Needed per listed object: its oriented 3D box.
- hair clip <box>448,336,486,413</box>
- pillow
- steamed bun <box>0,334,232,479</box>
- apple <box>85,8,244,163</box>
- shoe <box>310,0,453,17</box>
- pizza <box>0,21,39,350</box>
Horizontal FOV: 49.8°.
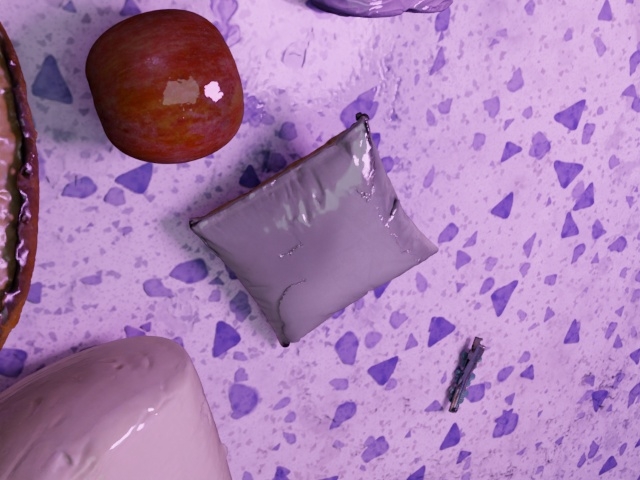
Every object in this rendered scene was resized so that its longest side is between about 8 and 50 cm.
[{"bbox_3d":[0.303,0.278,1.425,0.049,0.049,0.172,7,111,-33],"label":"hair clip"},{"bbox_3d":[0.000,0.000,1.064,0.310,0.119,0.312,-33,127,1],"label":"pillow"},{"bbox_3d":[-0.337,0.364,0.907,0.456,0.290,0.371,-46,132,-45],"label":"steamed bun"},{"bbox_3d":[-0.192,-0.186,0.851,0.174,0.188,0.188,-18,118,-15],"label":"apple"},{"bbox_3d":[0.093,-0.397,1.000,0.245,0.095,0.137,-15,113,-29],"label":"shoe"},{"bbox_3d":[-0.458,-0.001,0.736,0.435,0.080,0.391,-32,96,-20],"label":"pizza"}]
